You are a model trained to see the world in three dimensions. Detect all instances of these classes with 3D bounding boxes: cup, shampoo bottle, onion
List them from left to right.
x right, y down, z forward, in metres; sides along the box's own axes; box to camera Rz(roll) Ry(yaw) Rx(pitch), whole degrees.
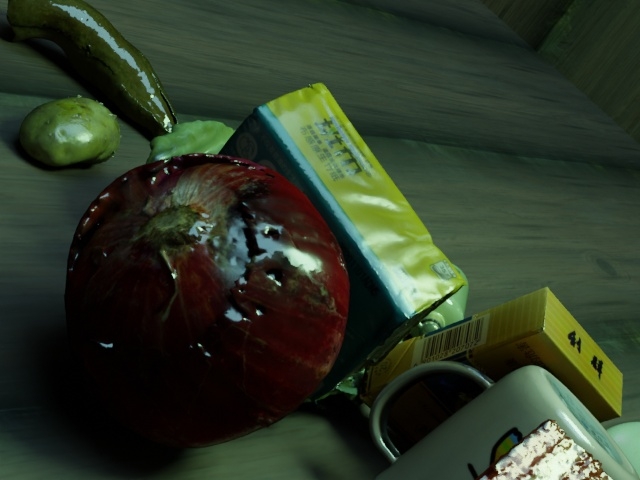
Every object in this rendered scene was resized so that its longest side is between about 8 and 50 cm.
[{"bbox_3d":[-0.104,0.054,1.283,0.276,0.276,0.276,29,24,-14],"label":"onion"},{"bbox_3d":[0.150,0.089,1.804,0.079,0.079,0.162,34,23,-4],"label":"shampoo bottle"},{"bbox_3d":[0.168,0.219,1.355,0.253,0.200,0.191,49,10,16],"label":"cup"}]

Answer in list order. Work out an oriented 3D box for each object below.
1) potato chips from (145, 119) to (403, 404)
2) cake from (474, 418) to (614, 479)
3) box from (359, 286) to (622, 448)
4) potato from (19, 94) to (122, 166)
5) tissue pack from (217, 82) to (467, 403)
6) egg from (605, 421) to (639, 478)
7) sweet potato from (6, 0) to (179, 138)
[{"bbox_3d":[-0.035,0.038,1.608,0.389,0.097,0.373,9,52,-52],"label":"potato chips"},{"bbox_3d":[0.151,0.305,1.212,0.158,0.160,0.262,46,53,13],"label":"cake"},{"bbox_3d":[0.180,0.155,1.471,0.152,0.237,0.070,45,40,-27],"label":"box"},{"bbox_3d":[-0.289,-0.127,1.625,0.091,0.070,0.138,42,24,16],"label":"potato"},{"bbox_3d":[0.000,0.000,1.429,0.134,0.192,0.271,-22,73,-47],"label":"tissue pack"},{"bbox_3d":[0.401,0.307,1.637,0.209,0.151,0.151,43,23,29],"label":"egg"},{"bbox_3d":[-0.296,-0.233,1.827,0.286,0.085,0.112,45,57,-5],"label":"sweet potato"}]
